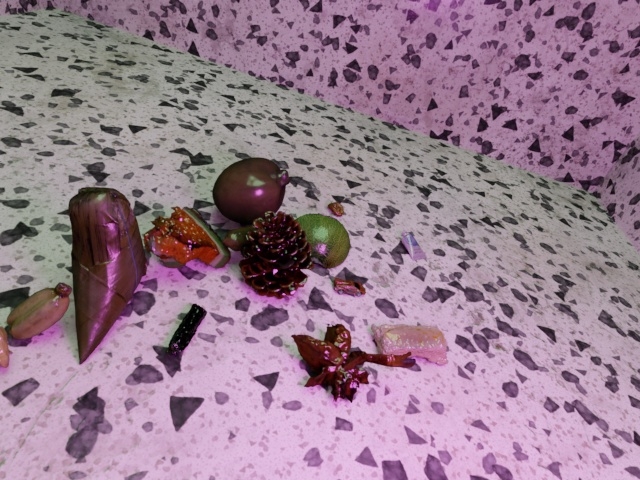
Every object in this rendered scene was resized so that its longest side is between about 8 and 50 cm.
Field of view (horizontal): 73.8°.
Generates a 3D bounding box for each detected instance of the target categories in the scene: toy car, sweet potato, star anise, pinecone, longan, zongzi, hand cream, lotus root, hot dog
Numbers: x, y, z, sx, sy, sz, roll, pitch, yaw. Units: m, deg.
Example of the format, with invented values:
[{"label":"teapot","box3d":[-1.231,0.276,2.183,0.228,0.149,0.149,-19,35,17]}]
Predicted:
[{"label":"toy car","box3d":[0.103,0.163,1.488,0.122,0.035,0.059,8,33,-13]},{"label":"sweet potato","box3d":[-0.256,-0.019,1.484,0.075,0.075,0.273,26,17,8]},{"label":"star anise","box3d":[0.087,0.325,1.172,0.346,0.148,0.237,7,39,3]},{"label":"pinecone","box3d":[-0.141,0.038,1.332,0.246,0.292,0.246,1,50,-1]},{"label":"longan","box3d":[-0.248,-0.184,1.582,0.300,0.243,0.300,-19,28,10]},{"label":"zongzi","box3d":[-0.563,0.073,1.054,0.159,0.323,0.360,2,43,1]},{"label":"hand cream","box3d":[0.388,0.021,1.806,0.084,0.053,0.142,-7,54,-34]},{"label":"lotus root","box3d":[-0.666,0.167,1.021,0.090,0.183,0.077,54,4,24]},{"label":"hot dog","box3d":[0.069,-0.141,1.871,0.058,0.035,0.083,-17,49,-35]}]

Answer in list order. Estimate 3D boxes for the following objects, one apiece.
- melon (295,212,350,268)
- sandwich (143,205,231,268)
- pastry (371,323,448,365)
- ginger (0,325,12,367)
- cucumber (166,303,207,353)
[{"label":"melon","box3d":[0.000,0.000,1.579,0.265,0.129,0.169,15,39,-8]},{"label":"sandwich","box3d":[-0.438,0.015,1.320,0.250,0.162,0.301,43,10,10]},{"label":"pastry","box3d":[0.290,0.322,1.329,0.258,0.089,0.121,8,49,-11]},{"label":"ginger","box3d":[-0.764,0.250,0.878,0.152,0.138,0.267,24,31,-2]},{"label":"cucumber","box3d":[-0.363,0.239,1.158,0.053,0.053,0.181,21,38,2]}]
